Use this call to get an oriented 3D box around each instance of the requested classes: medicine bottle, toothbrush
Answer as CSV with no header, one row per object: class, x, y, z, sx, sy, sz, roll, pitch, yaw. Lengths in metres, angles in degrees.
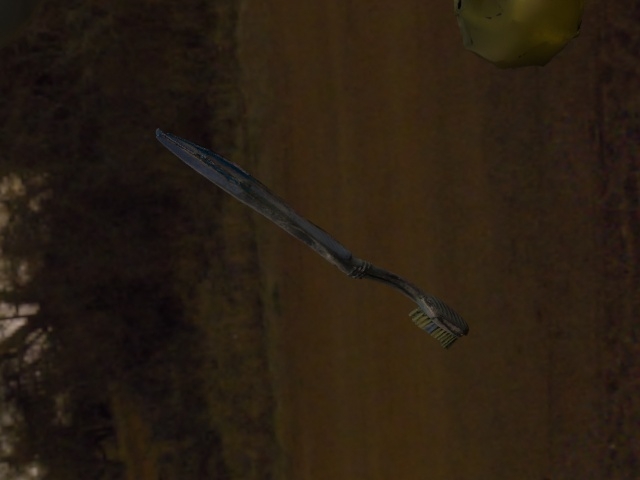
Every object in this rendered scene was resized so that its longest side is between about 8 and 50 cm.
medicine bottle,0.184,-0.261,0.937,0.124,0.124,0.239,98,-177,-47
toothbrush,0.000,0.000,1.062,0.042,0.413,0.035,-45,23,25

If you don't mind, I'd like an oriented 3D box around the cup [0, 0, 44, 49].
cup,-0.308,-0.241,0.591,0.312,0.205,0.205,34,-147,-50
